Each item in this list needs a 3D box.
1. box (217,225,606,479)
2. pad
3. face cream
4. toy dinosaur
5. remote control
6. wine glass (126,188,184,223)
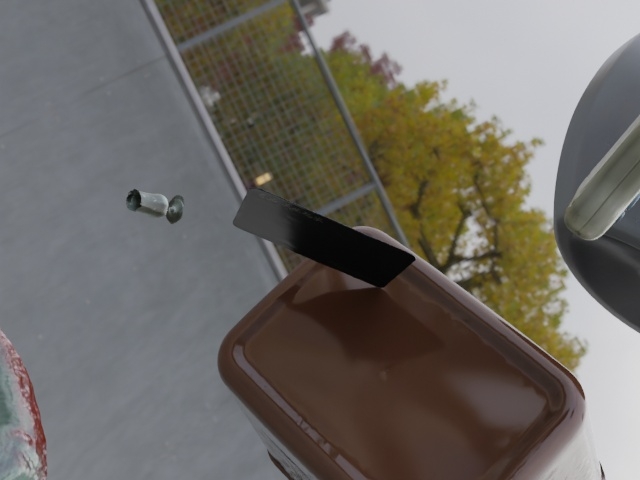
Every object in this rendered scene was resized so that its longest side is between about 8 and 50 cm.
[{"bbox_3d":[0.090,0.180,0.976,0.339,0.239,0.229,38,-16,34],"label":"box"},{"bbox_3d":[0.000,0.000,0.884,0.157,0.003,0.112,23,-21,-6],"label":"pad"},{"bbox_3d":[0.405,-0.080,0.970,0.312,0.357,0.219,42,-20,-3],"label":"face cream"},{"bbox_3d":[-0.197,0.123,0.600,0.053,0.167,0.242,0,-98,47],"label":"toy dinosaur"},{"bbox_3d":[0.204,-0.054,0.630,0.032,0.074,0.122,38,-52,5],"label":"remote control"},{"bbox_3d":[-0.230,-0.051,1.375,0.083,0.042,0.039,17,20,-50],"label":"wine glass"}]
